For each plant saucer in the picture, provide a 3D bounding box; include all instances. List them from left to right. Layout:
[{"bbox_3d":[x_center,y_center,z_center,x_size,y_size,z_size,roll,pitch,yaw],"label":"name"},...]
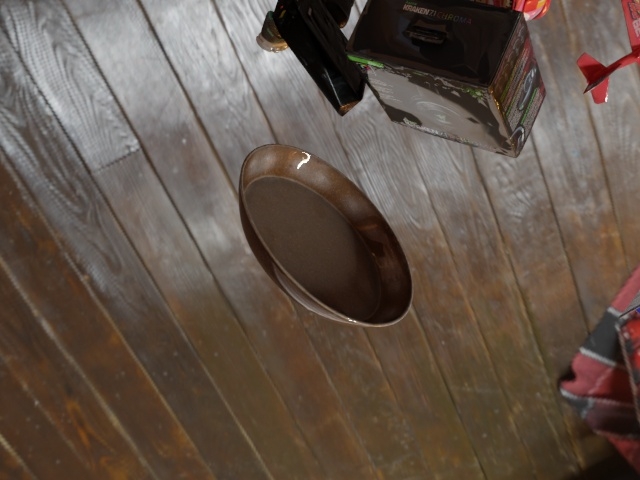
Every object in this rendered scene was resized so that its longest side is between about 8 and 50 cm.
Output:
[{"bbox_3d":[0.000,0.000,0.661,0.168,0.168,0.029,33,123,-24],"label":"plant saucer"}]

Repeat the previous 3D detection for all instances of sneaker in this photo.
[{"bbox_3d":[-0.032,-0.381,1.507,0.166,0.065,0.076,-28,156,-26],"label":"sneaker"}]

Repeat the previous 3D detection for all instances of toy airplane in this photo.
[{"bbox_3d":[0.368,-0.214,1.031,0.151,0.028,0.151,-5,112,-12],"label":"toy airplane"}]

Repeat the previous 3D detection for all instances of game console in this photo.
[{"bbox_3d":[0.019,-0.393,1.502,0.043,0.361,0.213,-19,128,28],"label":"game console"}]

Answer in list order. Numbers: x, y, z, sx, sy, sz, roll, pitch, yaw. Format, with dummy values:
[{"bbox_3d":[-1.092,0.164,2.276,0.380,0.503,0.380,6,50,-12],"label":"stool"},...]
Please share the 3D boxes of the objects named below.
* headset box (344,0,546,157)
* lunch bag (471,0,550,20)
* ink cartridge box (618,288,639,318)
[{"bbox_3d":[0.202,-0.270,1.377,0.131,0.246,0.283,-65,155,-8],"label":"headset box"},{"bbox_3d":[0.314,-0.512,1.465,0.120,0.258,0.293,-21,142,-20],"label":"lunch bag"},{"bbox_3d":[0.490,0.019,1.074,0.165,0.332,0.065,-41,82,39],"label":"ink cartridge box"}]
